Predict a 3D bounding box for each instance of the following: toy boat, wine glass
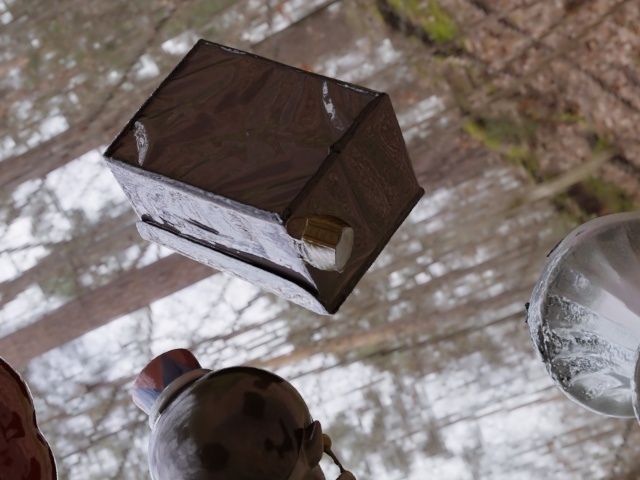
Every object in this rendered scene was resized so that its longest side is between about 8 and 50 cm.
[{"bbox_3d":[0.000,0.000,1.172,0.149,0.049,0.047,52,-124,-81],"label":"toy boat"},{"bbox_3d":[0.253,0.071,0.964,0.165,0.165,0.196,59,176,-14],"label":"wine glass"}]

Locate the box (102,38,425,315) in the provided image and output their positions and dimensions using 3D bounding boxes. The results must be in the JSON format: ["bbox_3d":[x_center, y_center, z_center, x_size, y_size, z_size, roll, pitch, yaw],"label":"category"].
[{"bbox_3d":[-0.059,-0.070,1.363,0.188,0.252,0.153,-52,-35,-22],"label":"box"}]

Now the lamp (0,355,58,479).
[{"bbox_3d":[-0.257,0.139,0.735,0.227,0.227,0.227,45,-148,-38],"label":"lamp"}]

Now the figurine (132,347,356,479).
[{"bbox_3d":[-0.053,0.202,1.110,0.275,0.161,0.158,60,-172,15],"label":"figurine"}]
